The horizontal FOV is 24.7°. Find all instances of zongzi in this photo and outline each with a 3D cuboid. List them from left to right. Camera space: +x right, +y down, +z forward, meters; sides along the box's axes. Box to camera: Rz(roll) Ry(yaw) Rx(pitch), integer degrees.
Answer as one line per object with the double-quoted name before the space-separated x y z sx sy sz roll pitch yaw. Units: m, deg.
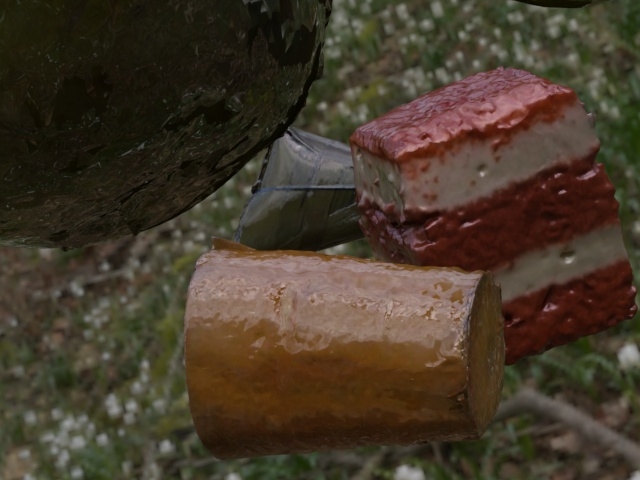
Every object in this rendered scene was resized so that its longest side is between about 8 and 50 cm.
"zongzi" 0.000 0.000 2.080 0.260 0.289 0.123 21 -5 22

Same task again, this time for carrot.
"carrot" 0.027 0.090 1.236 0.254 0.196 0.196 -2 -10 20

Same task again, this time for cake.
"cake" 0.200 -0.031 1.821 0.270 0.320 0.269 -20 15 -11

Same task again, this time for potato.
"potato" -0.098 -0.098 0.538 0.173 0.210 0.307 -6 -8 21

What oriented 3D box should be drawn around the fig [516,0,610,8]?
"fig" 0.174 -0.305 1.195 0.271 0.239 0.239 -13 -15 -23
